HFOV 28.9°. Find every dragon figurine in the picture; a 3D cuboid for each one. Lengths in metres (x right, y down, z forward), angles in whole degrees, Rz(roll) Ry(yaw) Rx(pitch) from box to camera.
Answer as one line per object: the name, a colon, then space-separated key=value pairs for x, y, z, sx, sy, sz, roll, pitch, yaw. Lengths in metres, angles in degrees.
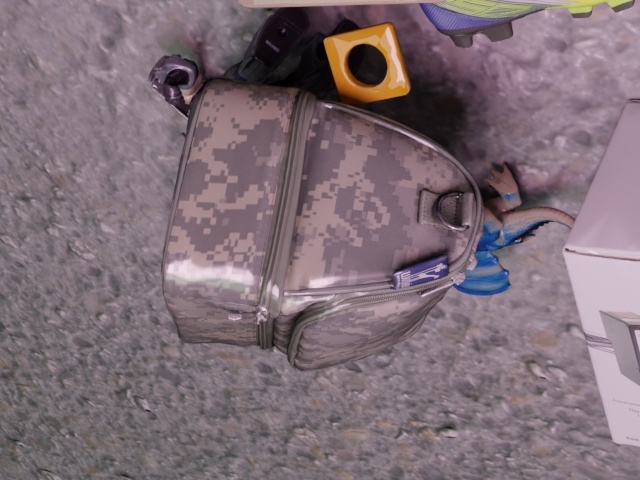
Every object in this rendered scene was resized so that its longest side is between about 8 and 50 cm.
dragon figurine: x=0.165 y=-0.002 z=1.283 sx=0.289 sy=0.085 sz=0.144 roll=8 pitch=142 yaw=33

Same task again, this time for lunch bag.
lunch bag: x=0.000 y=0.000 z=1.126 sx=0.256 sy=0.212 sz=0.305 roll=8 pitch=164 yaw=-1

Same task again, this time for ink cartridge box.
ink cartridge box: x=0.323 y=0.036 z=1.127 sx=0.115 sy=0.198 sz=0.273 roll=6 pitch=139 yaw=30

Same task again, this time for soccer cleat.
soccer cleat: x=0.186 y=-0.238 z=0.973 sx=0.289 sy=0.093 sz=0.121 roll=-12 pitch=121 yaw=42

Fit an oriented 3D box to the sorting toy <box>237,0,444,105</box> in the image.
sorting toy: x=0.012 y=-0.282 z=1.013 sx=0.196 sy=0.047 sz=0.347 roll=4 pitch=115 yaw=21

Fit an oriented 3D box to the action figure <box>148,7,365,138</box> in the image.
action figure: x=-0.077 y=-0.144 z=1.265 sx=0.185 sy=0.099 sz=0.285 roll=27 pitch=152 yaw=-20
